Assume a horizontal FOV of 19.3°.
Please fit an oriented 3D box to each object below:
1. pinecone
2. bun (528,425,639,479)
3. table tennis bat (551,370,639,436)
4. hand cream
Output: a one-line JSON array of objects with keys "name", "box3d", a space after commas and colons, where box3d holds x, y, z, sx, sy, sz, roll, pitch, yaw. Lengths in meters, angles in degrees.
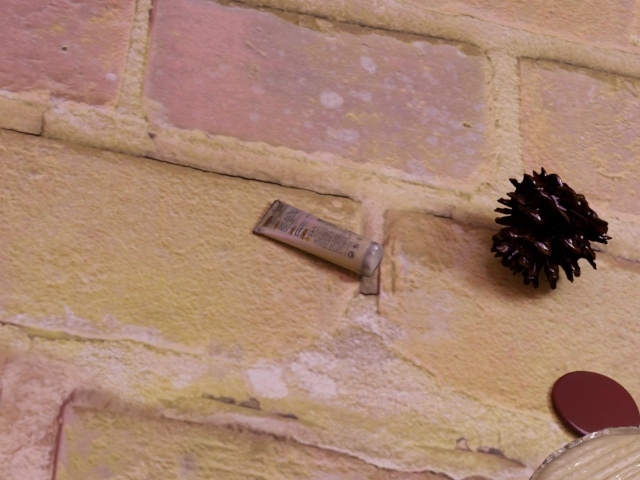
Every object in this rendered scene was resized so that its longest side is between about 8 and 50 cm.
[{"name": "pinecone", "box3d": [0.251, -0.010, 2.100, 0.140, 0.140, 0.121, 40, 90, 19]}, {"name": "bun", "box3d": [0.319, 0.305, 1.800, 0.287, 0.146, 0.287, -1, 36, 0]}, {"name": "table tennis bat", "box3d": [0.303, 0.196, 1.994, 0.098, 0.019, 0.155, -2, 46, -23]}, {"name": "hand cream", "box3d": [0.000, 0.000, 2.065, 0.143, 0.039, 0.061, 23, 49, 15]}]
